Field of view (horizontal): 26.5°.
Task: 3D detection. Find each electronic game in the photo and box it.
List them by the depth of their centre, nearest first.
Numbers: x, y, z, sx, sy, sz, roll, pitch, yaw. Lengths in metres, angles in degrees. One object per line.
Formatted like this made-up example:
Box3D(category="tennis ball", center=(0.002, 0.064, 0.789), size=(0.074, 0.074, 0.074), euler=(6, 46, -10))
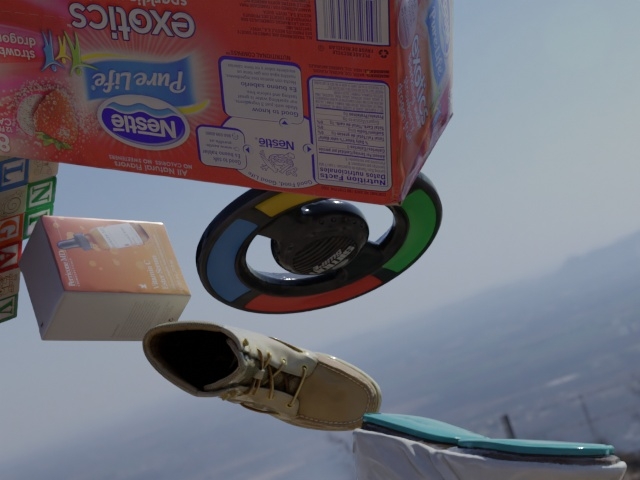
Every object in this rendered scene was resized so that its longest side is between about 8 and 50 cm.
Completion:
Box3D(category="electronic game", center=(0.000, 0.000, 1.228), size=(0.229, 0.048, 0.229), euler=(-13, -32, -8))

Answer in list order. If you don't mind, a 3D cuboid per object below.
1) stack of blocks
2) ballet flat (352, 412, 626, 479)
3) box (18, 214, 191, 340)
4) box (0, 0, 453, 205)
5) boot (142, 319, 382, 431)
Box3D(category="stack of blocks", center=(-0.422, -0.028, 1.665), size=(0.171, 0.087, 0.297), euler=(-21, -43, -39))
Box3D(category="ballet flat", center=(0.154, 0.245, 1.313), size=(0.139, 0.139, 0.400), euler=(-17, 5, -27))
Box3D(category="box", center=(-0.267, 0.048, 1.676), size=(0.171, 0.130, 0.091), euler=(3, -45, -34))
Box3D(category="box", center=(-0.070, -0.134, 0.902), size=(0.300, 0.154, 0.142), euler=(7, 32, 18))
Box3D(category="boot", center=(-0.064, 0.154, 1.553), size=(0.262, 0.095, 0.203), euler=(20, -4, 9))
